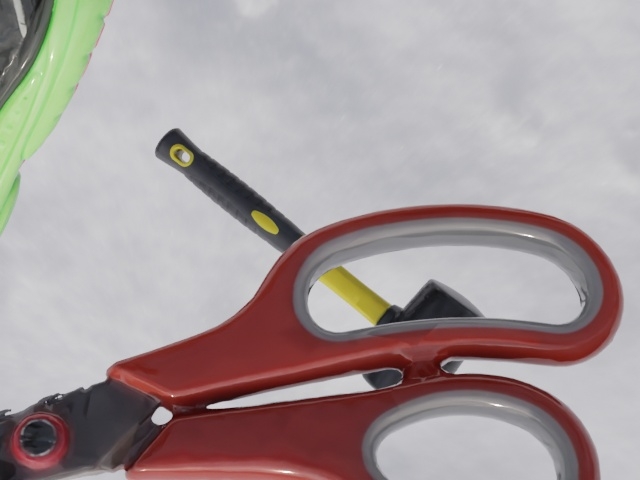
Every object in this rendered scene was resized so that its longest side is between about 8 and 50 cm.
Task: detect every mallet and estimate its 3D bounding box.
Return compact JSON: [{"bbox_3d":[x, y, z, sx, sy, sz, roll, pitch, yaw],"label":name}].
[{"bbox_3d":[0.000,0.000,0.908,0.062,0.039,0.190,-46,77,7],"label":"mallet"}]

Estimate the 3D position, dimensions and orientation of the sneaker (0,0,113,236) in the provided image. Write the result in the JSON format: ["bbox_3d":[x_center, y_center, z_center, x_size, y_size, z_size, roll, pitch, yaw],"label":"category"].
[{"bbox_3d":[-0.310,-0.056,1.282,0.202,0.185,0.483,22,105,-18],"label":"sneaker"}]

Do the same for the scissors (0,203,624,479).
[{"bbox_3d":[-0.060,0.044,0.516,0.297,0.021,0.109,-2,70,-1],"label":"scissors"}]
